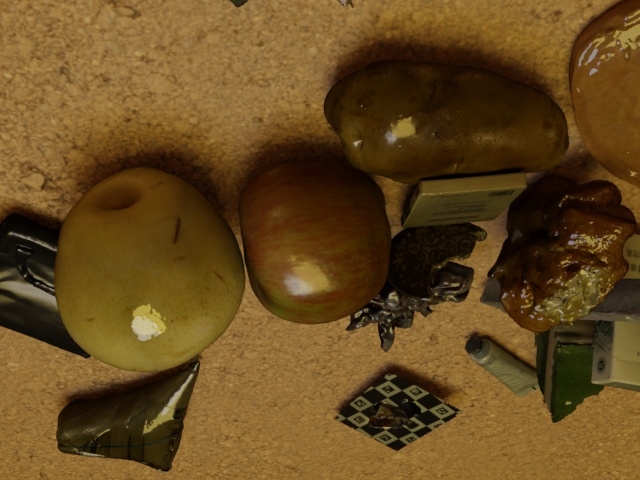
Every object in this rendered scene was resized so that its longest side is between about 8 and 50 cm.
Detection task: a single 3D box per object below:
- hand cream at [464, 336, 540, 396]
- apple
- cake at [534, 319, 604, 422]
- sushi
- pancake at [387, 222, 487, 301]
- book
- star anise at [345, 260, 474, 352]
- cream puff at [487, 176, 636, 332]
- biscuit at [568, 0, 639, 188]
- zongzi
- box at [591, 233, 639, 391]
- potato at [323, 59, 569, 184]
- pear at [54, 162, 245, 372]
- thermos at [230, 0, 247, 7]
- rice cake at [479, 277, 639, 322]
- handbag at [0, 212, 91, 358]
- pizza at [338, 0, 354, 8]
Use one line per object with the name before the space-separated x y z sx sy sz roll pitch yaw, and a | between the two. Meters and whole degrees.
hand cream | 0.367 0.253 1.884 0.080 0.050 0.234 -31 133 27
apple | 0.000 0.000 1.471 0.265 0.264 0.264 0 136 0
cake | 0.496 0.210 1.758 0.172 0.158 0.283 -6 137 3
sushi | 0.158 0.347 1.978 0.193 0.040 0.210 31 131 -19
pancake | 0.191 0.026 1.546 0.191 0.184 0.020 -18 130 -7
book | 0.218 -0.060 1.473 0.161 0.026 0.231 -5 169 -4
star anise | 0.136 0.097 1.648 0.283 0.129 0.212 -1 149 -28
cream puff | 0.378 0.021 1.499 0.155 0.241 0.268 20 98 -22
biscuit | 0.556 -0.221 1.382 0.365 0.062 0.385 -33 128 27
zongzi | -0.391 0.325 1.900 0.260 0.123 0.289 11 125 -8
box | 0.556 0.127 1.606 0.164 0.256 0.069 12 165 -12
potato | 0.188 -0.162 1.375 0.369 0.176 0.195 5 113 -11
pear | -0.268 0.046 1.477 0.309 0.309 0.309 0 136 0
thermos | -0.158 -0.383 1.204 0.188 0.083 0.073 34 104 -29
rice cake | 0.424 0.097 1.590 0.056 0.072 0.365 29 161 -34
handbag | -0.469 0.080 1.661 0.275 0.088 0.244 28 127 -22
pizza | 0.012 -0.366 1.253 0.099 0.029 0.100 15 132 -5
